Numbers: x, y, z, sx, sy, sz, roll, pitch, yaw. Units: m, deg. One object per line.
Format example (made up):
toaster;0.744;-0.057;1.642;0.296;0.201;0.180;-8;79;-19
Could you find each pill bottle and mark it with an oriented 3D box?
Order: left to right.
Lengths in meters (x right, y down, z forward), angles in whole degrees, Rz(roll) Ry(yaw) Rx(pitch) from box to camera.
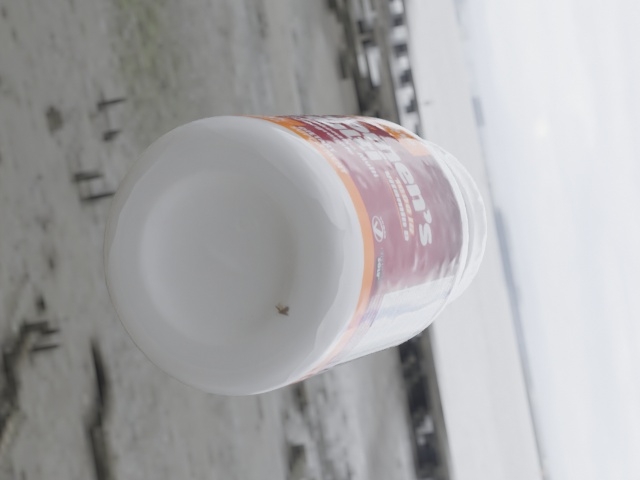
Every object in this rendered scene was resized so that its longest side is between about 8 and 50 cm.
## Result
pill bottle;0.000;0.000;0.791;0.221;0.121;0.121;-11;90;-67
